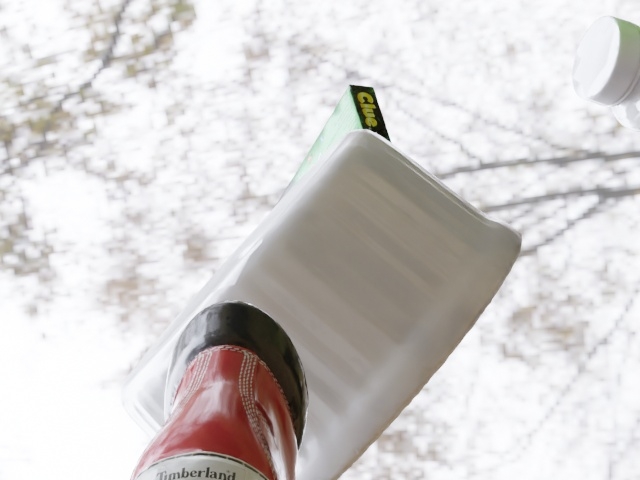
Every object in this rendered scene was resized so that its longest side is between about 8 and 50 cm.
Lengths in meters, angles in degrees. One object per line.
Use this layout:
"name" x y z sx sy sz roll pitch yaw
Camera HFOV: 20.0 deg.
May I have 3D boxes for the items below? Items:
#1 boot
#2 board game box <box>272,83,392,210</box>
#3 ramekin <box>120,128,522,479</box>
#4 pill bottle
"boot" -0.038 0.158 0.778 0.176 0.088 0.244 -84 -4 -64
"board game box" 0.000 0.000 1.570 0.030 0.260 0.136 5 -128 -26
"ramekin" -0.008 0.056 1.205 0.135 0.277 0.277 41 -125 -3
"pill bottle" 0.291 -0.124 1.451 0.169 0.094 0.094 14 -105 -22
